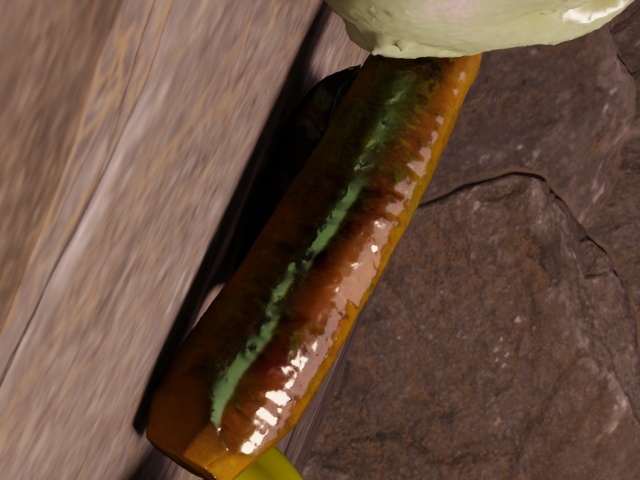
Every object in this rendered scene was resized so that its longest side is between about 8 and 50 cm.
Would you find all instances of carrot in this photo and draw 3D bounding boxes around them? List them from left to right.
[{"bbox_3d":[0.000,0.000,0.688,0.260,0.070,0.070,-60,173,-13],"label":"carrot"}]

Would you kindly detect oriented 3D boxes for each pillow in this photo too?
[{"bbox_3d":[-0.008,-0.021,0.761,0.090,0.048,0.150,31,81,-61],"label":"pillow"}]

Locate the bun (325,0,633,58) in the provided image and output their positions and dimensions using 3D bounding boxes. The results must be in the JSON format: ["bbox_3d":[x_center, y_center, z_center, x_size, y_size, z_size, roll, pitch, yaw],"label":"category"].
[{"bbox_3d":[0.119,-0.201,0.595,0.293,0.187,0.293,24,90,-86],"label":"bun"}]

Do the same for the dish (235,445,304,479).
[{"bbox_3d":[-0.060,0.277,1.138,0.262,0.108,0.221,-50,162,-73],"label":"dish"}]
